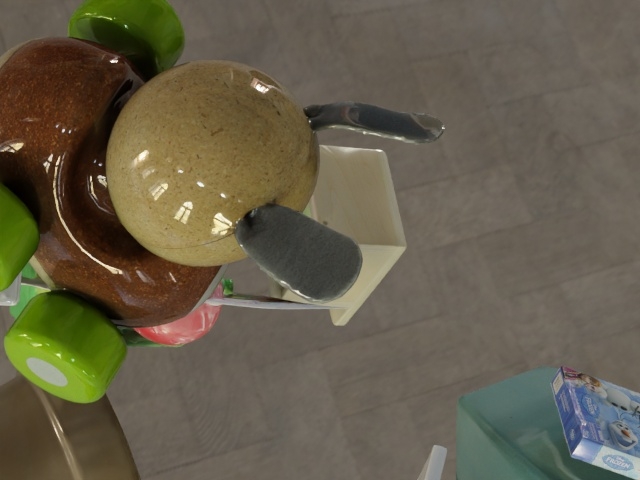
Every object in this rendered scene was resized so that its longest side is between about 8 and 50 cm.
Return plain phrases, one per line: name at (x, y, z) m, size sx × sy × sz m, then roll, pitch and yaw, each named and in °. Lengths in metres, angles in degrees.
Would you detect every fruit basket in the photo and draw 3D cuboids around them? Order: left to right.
fruit basket at (-0.198, 0.047, 1.317) m, size 0.327 × 0.353 × 0.166 m, roll 5°, pitch 85°, yaw -43°

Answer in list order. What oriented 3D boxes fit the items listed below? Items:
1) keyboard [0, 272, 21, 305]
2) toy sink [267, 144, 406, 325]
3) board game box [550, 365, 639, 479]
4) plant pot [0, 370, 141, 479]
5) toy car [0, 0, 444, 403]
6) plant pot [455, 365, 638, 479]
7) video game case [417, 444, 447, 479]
keyboard at (-0.331, 0.005, 0.752) m, size 0.255 × 0.014 × 0.072 m, roll 2°, pitch 83°, yaw -2°
toy sink at (0.000, 0.000, 1.504) m, size 0.131 × 0.234 × 0.153 m, roll 3°, pitch 59°, yaw -22°
board game box at (0.214, 0.134, 0.787) m, size 0.090 × 0.020 × 0.090 m, roll 21°, pitch 25°, yaw -9°
plant pot at (-0.372, 0.317, 1.273) m, size 0.280 × 0.323 × 0.323 m, roll -17°, pitch 75°, yaw -26°
toy car at (-0.045, -0.020, 0.468) m, size 0.188 × 0.149 × 0.155 m, roll 4°, pitch 50°, yaw 33°
plant pot at (0.226, 0.220, 0.976) m, size 0.165 × 0.166 × 0.234 m, roll -16°, pitch 31°, yaw -24°
video game case at (0.096, 0.318, 1.191) m, size 0.019 × 0.143 × 0.157 m, roll 19°, pitch 53°, yaw 4°
